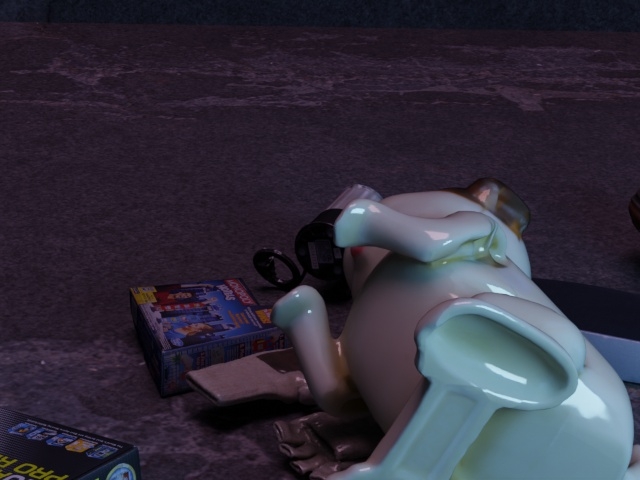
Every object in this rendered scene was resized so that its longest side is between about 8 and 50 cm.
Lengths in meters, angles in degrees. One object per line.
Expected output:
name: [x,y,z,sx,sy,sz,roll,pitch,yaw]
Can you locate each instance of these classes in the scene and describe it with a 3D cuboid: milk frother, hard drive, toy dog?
milk frother: [0.000,0.000,1.988,0.143,0.129,0.135,16,29,18]
hard drive: [0.337,0.109,1.841,0.254,0.054,0.172,11,24,22]
toy dog: [0.153,0.087,1.532,0.395,0.285,0.408,11,29,-18]

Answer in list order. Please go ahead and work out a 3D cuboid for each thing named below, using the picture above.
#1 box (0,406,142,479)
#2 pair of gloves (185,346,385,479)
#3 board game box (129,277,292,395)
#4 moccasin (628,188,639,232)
box: [-0.337,0.233,1.415,0.270,0.060,0.216,9,20,38]
pair of gloves: [-0.007,0.184,1.642,0.240,0.042,0.204,27,28,38]
board game box: [-0.117,0.110,1.794,0.194,0.060,0.194,-4,22,-17]
moccasin: [0.542,0.028,1.975,0.139,0.147,0.380,-24,34,-21]
